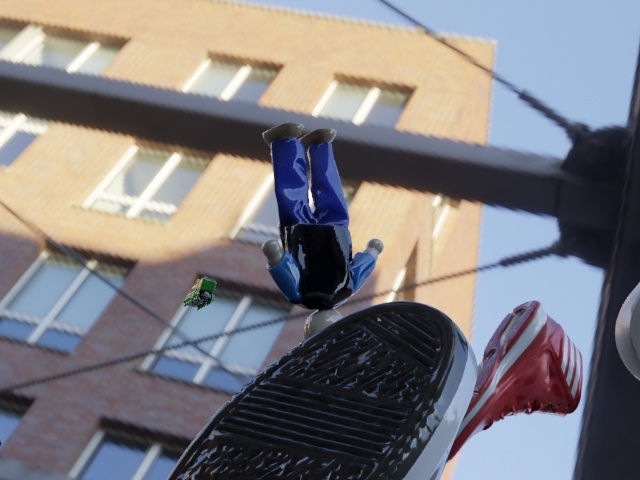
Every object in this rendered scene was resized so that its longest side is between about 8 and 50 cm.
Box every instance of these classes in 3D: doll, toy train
[{"bbox_3d":[0.000,0.000,1.048,0.129,0.189,0.046,6,-19,-40],"label":"doll"},{"bbox_3d":[-0.105,0.046,1.105,0.017,0.024,0.083,17,-11,-12],"label":"toy train"}]

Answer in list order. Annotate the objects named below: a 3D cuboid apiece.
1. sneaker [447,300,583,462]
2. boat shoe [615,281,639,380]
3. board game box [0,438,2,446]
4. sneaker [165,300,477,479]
[{"bbox_3d":[0.221,0.188,1.433,0.128,0.221,0.087,41,-10,-12],"label":"sneaker"},{"bbox_3d":[0.370,0.036,1.124,0.127,0.340,0.158,63,-22,2],"label":"boat shoe"},{"bbox_3d":[-0.320,0.112,0.751,0.194,0.194,0.060,30,-36,46],"label":"board game box"},{"bbox_3d":[0.001,0.186,0.566,0.124,0.295,0.178,24,-18,49],"label":"sneaker"}]
